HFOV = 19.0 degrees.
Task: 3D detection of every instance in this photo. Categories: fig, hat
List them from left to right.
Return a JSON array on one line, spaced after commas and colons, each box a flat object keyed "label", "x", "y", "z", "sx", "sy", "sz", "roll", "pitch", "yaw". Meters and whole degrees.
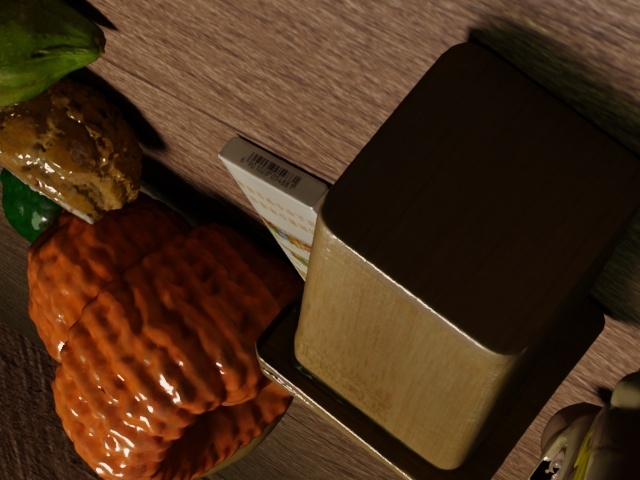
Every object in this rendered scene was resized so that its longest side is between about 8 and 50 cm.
[{"label": "fig", "x": -0.258, "y": -0.173, "z": 1.649, "sx": 0.156, "sy": 0.123, "sz": 0.123, "roll": 9, "pitch": 162, "yaw": 5}, {"label": "hat", "x": -0.194, "y": 0.035, "z": 1.931, "sx": 0.400, "sy": 0.285, "sz": 0.285, "roll": 51, "pitch": 170, "yaw": 13}]

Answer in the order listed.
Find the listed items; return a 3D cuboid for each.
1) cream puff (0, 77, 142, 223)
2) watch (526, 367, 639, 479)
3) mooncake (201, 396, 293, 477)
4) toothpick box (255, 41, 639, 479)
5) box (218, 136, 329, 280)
[{"label": "cream puff", "x": -0.243, "y": -0.095, "z": 1.846, "sx": 0.165, "sy": 0.115, "sz": 0.150, "roll": 34, "pitch": 176, "yaw": -17}, {"label": "watch", "x": 0.292, "y": 0.286, "z": 1.401, "sx": 0.327, "sy": 0.314, "sz": 0.335, "roll": 27, "pitch": 155, "yaw": 1}, {"label": "mooncake", "x": -0.134, "y": 0.153, "z": 2.175, "sx": 0.235, "sy": 0.235, "sz": 0.117, "roll": 31, "pitch": 161, "yaw": 30}, {"label": "toothpick box", "x": 0.085, "y": 0.023, "z": 1.222, "sx": 0.190, "sy": 0.187, "sz": 0.308, "roll": 38, "pitch": 163, "yaw": 10}, {"label": "box", "x": -0.001, "y": 0.001, "z": 1.685, "sx": 0.122, "sy": 0.032, "sz": 0.220, "roll": 29, "pitch": 162, "yaw": 37}]
